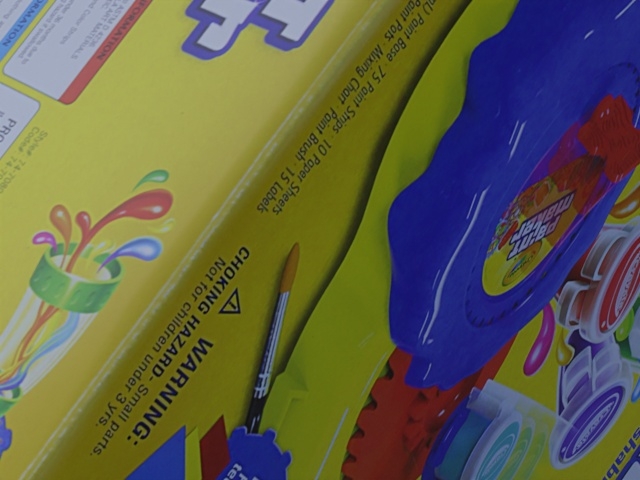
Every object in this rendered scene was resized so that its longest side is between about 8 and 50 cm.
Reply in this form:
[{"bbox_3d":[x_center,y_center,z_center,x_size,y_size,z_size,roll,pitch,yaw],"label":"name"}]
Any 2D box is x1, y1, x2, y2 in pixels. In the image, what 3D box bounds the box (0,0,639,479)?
[{"bbox_3d":[0.000,0.000,0.525,0.177,0.279,0.290,27,76,38],"label":"box"}]
